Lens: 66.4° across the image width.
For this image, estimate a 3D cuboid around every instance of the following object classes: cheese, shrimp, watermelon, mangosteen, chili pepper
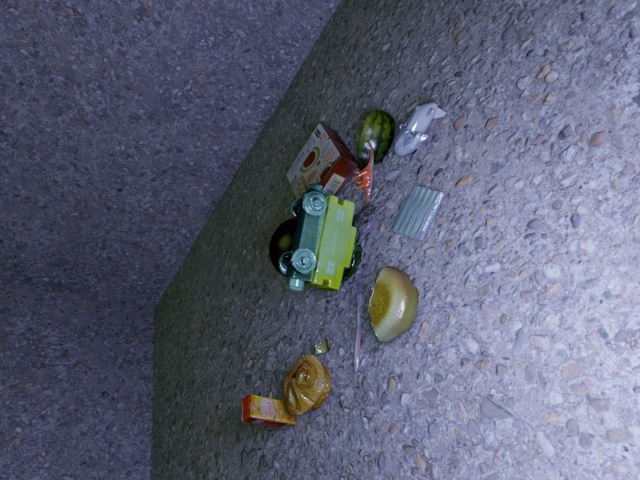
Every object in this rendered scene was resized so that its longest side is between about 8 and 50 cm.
[{"bbox_3d":[0.013,0.434,2.015,0.084,0.041,0.060,-31,52,24],"label":"cheese"},{"bbox_3d":[0.149,-0.031,2.098,0.296,0.058,0.169,-44,47,39],"label":"shrimp"},{"bbox_3d":[0.262,-0.452,2.166,0.128,0.159,0.303,16,85,21],"label":"watermelon"},{"bbox_3d":[-0.077,0.037,2.166,0.313,0.297,0.296,11,80,62],"label":"mangosteen"},{"bbox_3d":[0.120,0.094,2.042,0.278,0.065,0.122,-61,31,15],"label":"chili pepper"}]

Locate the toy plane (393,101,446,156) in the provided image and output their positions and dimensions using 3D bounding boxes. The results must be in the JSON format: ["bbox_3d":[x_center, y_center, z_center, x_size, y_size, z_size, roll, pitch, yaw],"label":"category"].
[{"bbox_3d":[0.381,-0.435,1.933,0.244,0.117,0.244,-56,15,24],"label":"toy plane"}]

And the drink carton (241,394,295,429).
[{"bbox_3d":[-0.212,0.706,2.013,0.071,0.223,0.096,-41,40,35],"label":"drink carton"}]

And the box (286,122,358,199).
[{"bbox_3d":[-0.003,-0.355,2.471,0.344,0.122,0.385,-54,33,23],"label":"box"}]

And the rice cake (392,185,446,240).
[{"bbox_3d":[0.363,-0.102,1.812,0.189,0.037,0.198,27,95,60],"label":"rice cake"}]

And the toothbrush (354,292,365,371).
[{"bbox_3d":[0.149,0.349,1.875,0.025,0.030,0.307,-24,54,51],"label":"toothbrush"}]

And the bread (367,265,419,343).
[{"bbox_3d":[0.263,0.225,1.662,0.156,0.158,0.260,11,80,49],"label":"bread"}]

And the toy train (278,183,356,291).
[{"bbox_3d":[0.000,0.000,1.955,0.179,0.272,0.441,-15,61,62],"label":"toy train"}]

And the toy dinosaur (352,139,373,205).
[{"bbox_3d":[0.190,-0.291,2.123,0.055,0.102,0.279,-59,-39,-74],"label":"toy dinosaur"}]

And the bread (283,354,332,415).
[{"bbox_3d":[-0.056,0.575,1.954,0.236,0.120,0.198,-54,34,21],"label":"bread"}]
